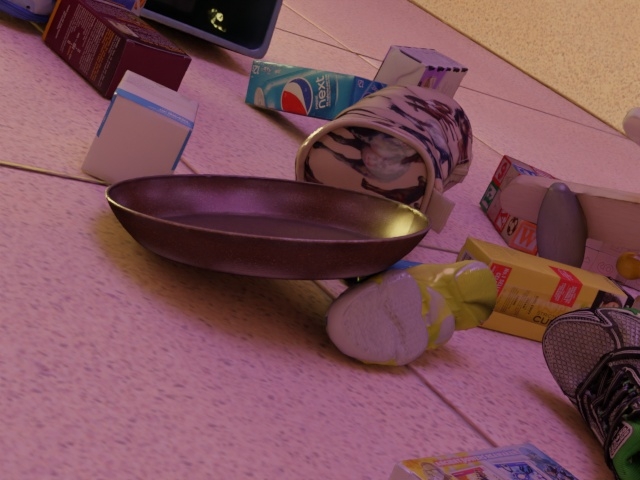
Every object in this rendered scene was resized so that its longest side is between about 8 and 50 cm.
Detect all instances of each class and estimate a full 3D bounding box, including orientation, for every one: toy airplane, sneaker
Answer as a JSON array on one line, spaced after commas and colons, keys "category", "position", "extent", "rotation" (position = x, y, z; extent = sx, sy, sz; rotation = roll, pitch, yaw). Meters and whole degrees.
[{"category": "toy airplane", "position": [0.458, 0.014, 1.806], "extent": [0.384, 0.272, 0.386], "rotation": [32, -19, -18]}, {"category": "sneaker", "position": [0.315, 0.165, 1.359], "extent": [0.146, 0.134, 0.343], "rotation": [13, 21, -36]}, {"category": "sneaker", "position": [0.062, 0.067, 1.413], "extent": [0.126, 0.091, 0.240], "rotation": [3, 6, 42]}]

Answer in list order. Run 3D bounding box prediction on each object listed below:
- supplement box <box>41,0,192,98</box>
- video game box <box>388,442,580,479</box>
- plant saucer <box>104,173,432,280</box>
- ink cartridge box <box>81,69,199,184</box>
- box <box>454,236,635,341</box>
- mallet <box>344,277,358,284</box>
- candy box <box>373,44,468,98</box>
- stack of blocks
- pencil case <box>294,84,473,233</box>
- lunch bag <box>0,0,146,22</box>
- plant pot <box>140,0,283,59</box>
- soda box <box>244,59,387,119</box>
[{"category": "supplement box", "position": [-0.265, -0.247, 1.862], "extent": [0.104, 0.081, 0.188], "rotation": [11, 21, -43]}, {"category": "video game box", "position": [0.170, 0.228, 1.094], "extent": [0.187, 0.048, 0.205], "rotation": [39, 20, 32]}, {"category": "plant saucer", "position": [-0.050, -0.013, 1.375], "extent": [0.310, 0.050, 0.310], "rotation": [5, 13, -1]}, {"category": "ink cartridge box", "position": [-0.188, -0.115, 1.542], "extent": [0.090, 0.092, 0.143], "rotation": [24, 17, -8]}, {"category": "box", "position": [0.249, 0.066, 1.658], "extent": [0.232, 0.087, 0.058], "rotation": [16, 19, -33]}, {"category": "mallet", "position": [0.000, 0.000, 1.591], "extent": [0.039, 0.062, 0.190], "rotation": [13, 6, -43]}, {"category": "candy box", "position": [0.130, -0.205, 2.185], "extent": [0.070, 0.165, 0.196], "rotation": [32, 17, 17]}, {"category": "stack of blocks", "position": [0.399, -0.009, 2.120], "extent": [0.297, 0.087, 0.171], "rotation": [21, 17, -17]}, {"category": "pencil case", "position": [0.094, -0.094, 1.792], "extent": [0.183, 0.160, 0.410], "rotation": [36, 17, 3]}, {"category": "lunch bag", "position": [-0.390, -0.372, 2.014], "extent": [0.243, 0.115, 0.303], "rotation": [35, 17, 23]}, {"category": "plant pot", "position": [-0.208, -0.448, 2.326], "extent": [0.247, 0.248, 0.252], "rotation": [18, 0, -27]}, {"category": "soda box", "position": [-0.009, -0.208, 2.051], "extent": [0.210, 0.067, 0.071], "rotation": [14, 5, 43]}]
